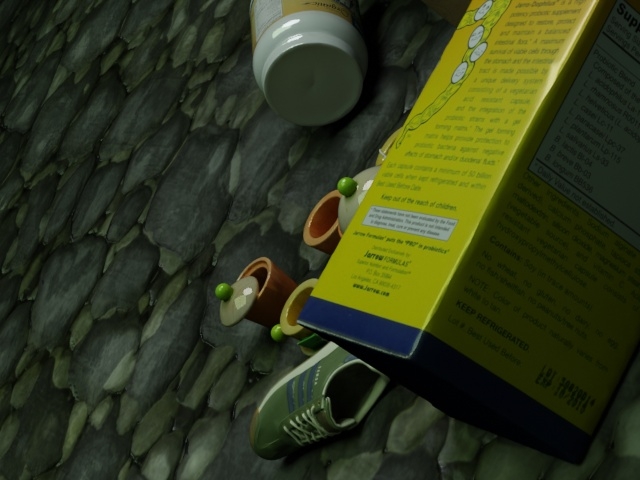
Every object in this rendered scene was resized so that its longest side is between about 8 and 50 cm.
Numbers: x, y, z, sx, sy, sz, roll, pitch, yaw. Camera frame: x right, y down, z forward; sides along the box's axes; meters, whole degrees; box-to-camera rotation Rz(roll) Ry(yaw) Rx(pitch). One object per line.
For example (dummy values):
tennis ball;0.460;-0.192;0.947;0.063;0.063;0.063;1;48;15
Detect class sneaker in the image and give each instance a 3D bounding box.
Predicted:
sneaker;0.000;0.164;1.422;0.192;0.064;0.086;-45;24;16

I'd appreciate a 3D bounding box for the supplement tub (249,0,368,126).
supplement tub;-0.015;-0.249;1.810;0.144;0.144;0.199;-43;30;25

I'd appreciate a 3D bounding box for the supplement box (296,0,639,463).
supplement box;0.175;-0.029;1.202;0.356;0.194;0.195;-61;27;-9

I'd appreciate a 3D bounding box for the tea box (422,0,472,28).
tea box;0.248;-0.384;1.438;0.329;0.220;0.323;-42;30;28

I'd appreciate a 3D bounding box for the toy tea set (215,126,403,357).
toy tea set;0.000;0.000;1.535;0.336;0.124;0.200;-44;30;24
